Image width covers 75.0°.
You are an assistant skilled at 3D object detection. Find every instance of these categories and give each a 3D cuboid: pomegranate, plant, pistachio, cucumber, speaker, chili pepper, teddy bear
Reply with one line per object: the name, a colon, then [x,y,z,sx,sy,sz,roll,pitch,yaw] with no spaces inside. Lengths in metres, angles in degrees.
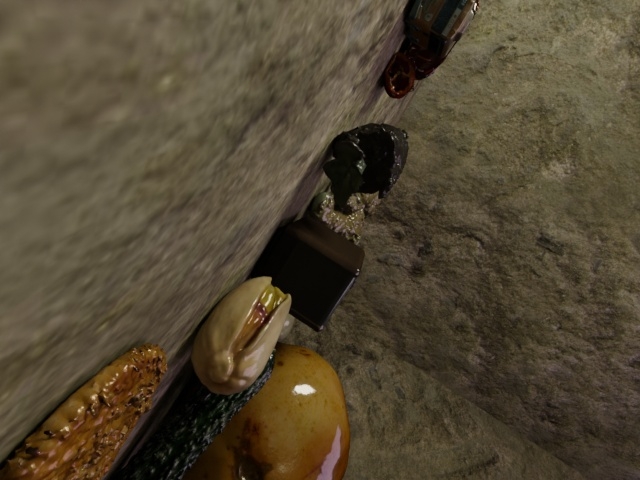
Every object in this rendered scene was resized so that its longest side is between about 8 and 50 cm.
pomegranate: [-0.137,0.414,0.936,0.417,0.416,0.417,-57,177,-5]
plant: [0.086,-0.154,0.801,0.203,0.131,0.143,-44,138,-41]
pistachio: [-0.129,0.147,0.674,0.145,0.117,0.201,-48,-168,48]
cucumber: [-0.214,0.316,0.725,0.359,0.096,0.096,-48,175,-11]
speaker: [-0.015,0.060,0.885,0.153,0.192,0.231,-57,176,11]
chili pepper: [0.169,-0.360,0.944,0.169,0.064,0.088,-78,173,-78]
teddy bear: [0.075,-0.099,1.132,0.256,0.156,0.267,-59,176,-16]

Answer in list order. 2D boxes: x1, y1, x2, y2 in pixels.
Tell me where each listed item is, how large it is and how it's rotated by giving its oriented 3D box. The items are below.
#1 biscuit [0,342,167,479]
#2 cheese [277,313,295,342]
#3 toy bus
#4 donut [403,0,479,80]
biscuit: [-0.231,0.211,0.394,0.254,0.035,0.254,-58,178,-4]
cheese: [-0.108,0.200,1.395,0.328,0.129,0.351,-54,177,-28]
toy bus: [0.216,-0.400,0.755,0.091,0.103,0.182,-59,177,18]
donut: [0.267,-0.469,0.945,0.235,0.089,0.235,-55,-177,5]
